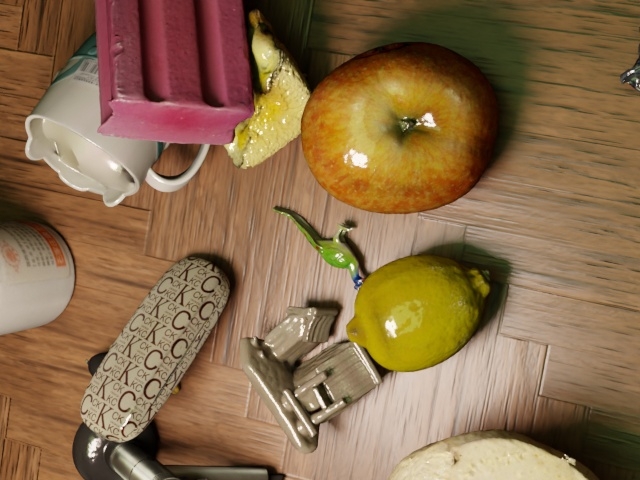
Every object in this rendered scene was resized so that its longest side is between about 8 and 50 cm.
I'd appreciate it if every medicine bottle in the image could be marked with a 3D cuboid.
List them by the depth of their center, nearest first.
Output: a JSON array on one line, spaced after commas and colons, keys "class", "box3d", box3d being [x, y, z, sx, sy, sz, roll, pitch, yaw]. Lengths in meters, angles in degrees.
[{"class": "medicine bottle", "box3d": [-0.617, 0.072, 1.989, 0.211, 0.371, 0.211, 1, 93, 21]}]

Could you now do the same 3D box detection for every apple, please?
[{"class": "apple", "box3d": [0.122, -0.174, 1.765, 0.309, 0.250, 0.277, -31, 82, 17]}]

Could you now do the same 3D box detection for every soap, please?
[{"class": "soap", "box3d": [-0.244, -0.344, 1.821, 0.128, 0.233, 0.359, 134, 134, -57]}]

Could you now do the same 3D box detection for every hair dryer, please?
[{"class": "hair dryer", "box3d": [-0.247, 0.421, 1.974, 0.320, 0.284, 0.155, 14, 80, 53]}]

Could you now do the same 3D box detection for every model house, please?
[{"class": "model house", "box3d": [-0.007, 0.217, 1.905, 0.188, 0.122, 0.229, -36, 78, 16]}]

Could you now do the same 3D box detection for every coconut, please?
[{"class": "coconut", "box3d": [0.243, 0.488, 1.714, 0.405, 0.404, 0.404, 1, 94, 20]}]

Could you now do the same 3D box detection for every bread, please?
[{"class": "bread", "box3d": [-0.081, -0.255, 1.893, 0.174, 0.133, 0.251, 59, 140, 45]}]

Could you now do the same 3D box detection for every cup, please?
[{"class": "cup", "box3d": [-0.328, -0.206, 1.931, 0.290, 0.219, 0.257, 32, 67, -7]}]

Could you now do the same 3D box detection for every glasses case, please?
[{"class": "glasses case", "box3d": [-0.285, 0.186, 1.956, 0.137, 0.085, 0.354, 19, 71, 40]}]

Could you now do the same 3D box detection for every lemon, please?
[{"class": "lemon", "box3d": [0.161, 0.113, 1.807, 0.248, 0.184, 0.184, -21, 85, 3]}]

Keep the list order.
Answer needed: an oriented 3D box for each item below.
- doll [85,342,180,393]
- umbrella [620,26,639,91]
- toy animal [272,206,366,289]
[{"class": "doll", "box3d": [-0.341, 0.238, 2.056, 0.179, 0.089, 0.102, 11, 98, -4]}, {"class": "umbrella", "box3d": [0.531, -0.326, 1.703, 0.071, 0.080, 0.224, 40, 105, 50]}, {"class": "toy animal", "box3d": [0.011, -0.012, 1.929, 0.217, 0.041, 0.075, 44, 108, 18]}]
